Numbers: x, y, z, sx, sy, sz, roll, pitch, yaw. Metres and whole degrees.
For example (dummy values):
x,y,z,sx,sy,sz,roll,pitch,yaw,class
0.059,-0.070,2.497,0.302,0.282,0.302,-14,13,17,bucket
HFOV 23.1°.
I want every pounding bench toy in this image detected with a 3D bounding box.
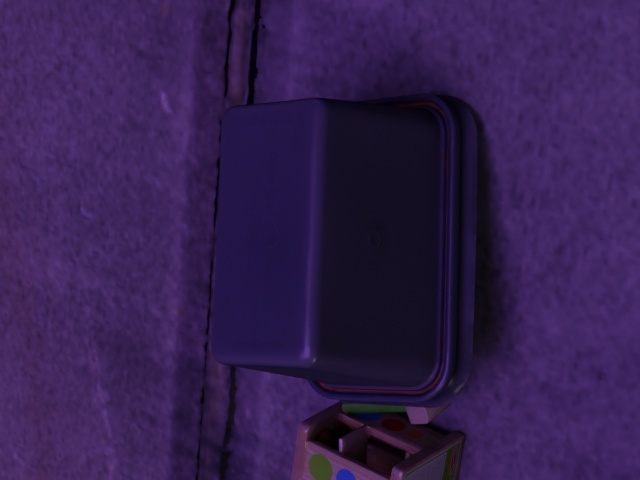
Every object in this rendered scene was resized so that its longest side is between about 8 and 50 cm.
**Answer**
x,y,z,sx,sy,sz,roll,pitch,yaw,class
0.024,0.093,0.713,0.065,0.052,0.083,23,116,32,pounding bench toy

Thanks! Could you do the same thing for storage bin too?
x,y,z,sx,sy,sz,roll,pitch,yaw,class
0.000,0.000,0.655,0.098,0.091,0.135,-1,83,39,storage bin
